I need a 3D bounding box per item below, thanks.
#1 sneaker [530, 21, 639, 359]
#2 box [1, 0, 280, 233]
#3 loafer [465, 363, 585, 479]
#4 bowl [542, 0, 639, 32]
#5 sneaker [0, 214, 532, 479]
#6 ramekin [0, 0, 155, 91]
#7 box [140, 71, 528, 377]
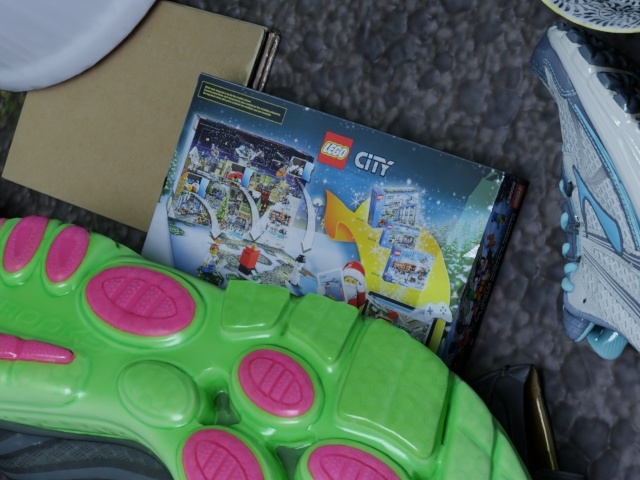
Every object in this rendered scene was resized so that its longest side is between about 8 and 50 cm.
[{"bbox_3d":[0.169,-0.003,0.907,0.122,0.110,0.283,-44,49,25],"label":"sneaker"},{"bbox_3d":[-0.135,-0.095,1.187,0.201,0.021,0.164,20,93,33],"label":"box"},{"bbox_3d":[0.126,0.151,0.955,0.061,0.062,0.170,-32,68,20],"label":"loafer"},{"bbox_3d":[0.201,-0.194,0.949,0.170,0.080,0.170,-6,78,32],"label":"bowl"},{"bbox_3d":[-0.052,0.131,1.000,0.483,0.202,0.185,26,66,34],"label":"sneaker"},{"bbox_3d":[-0.234,-0.260,1.192,0.277,0.135,0.277,-12,69,32],"label":"ramekin"},{"bbox_3d":[0.000,0.000,1.056,0.233,0.044,0.159,21,94,28],"label":"box"}]
